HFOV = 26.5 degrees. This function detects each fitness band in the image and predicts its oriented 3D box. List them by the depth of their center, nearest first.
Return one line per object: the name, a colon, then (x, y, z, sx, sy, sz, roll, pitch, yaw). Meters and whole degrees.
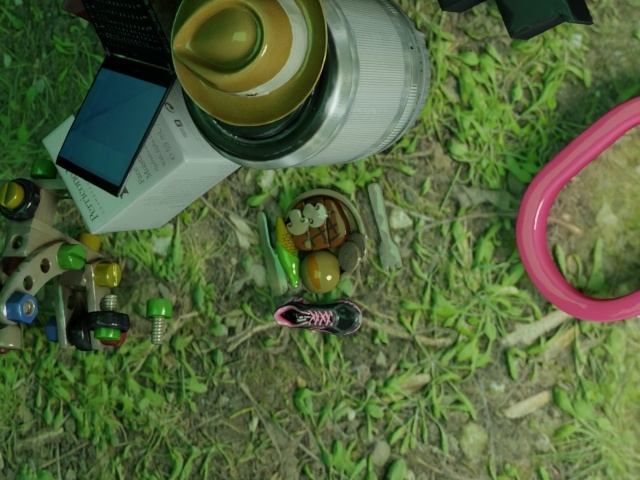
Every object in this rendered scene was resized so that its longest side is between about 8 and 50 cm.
fitness band: (0.355, -0.037, 1.533, 0.291, 0.054, 0.209, -42, 73, 24)

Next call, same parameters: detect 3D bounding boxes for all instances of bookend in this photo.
bookend: (0.208, -0.290, 1.571, 0.156, 0.072, 0.157, -24, 84, 29)

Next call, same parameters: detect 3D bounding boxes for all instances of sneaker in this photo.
sneaker: (-0.006, 0.099, 1.733, 0.119, 0.057, 0.047, 2, 94, 27)

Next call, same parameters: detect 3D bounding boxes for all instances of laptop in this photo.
laptop: (-0.275, -0.215, 1.586, 0.234, 0.137, 0.264, 24, 142, 58)

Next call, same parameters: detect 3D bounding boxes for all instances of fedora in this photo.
fedora: (-0.089, -0.209, 1.420, 0.194, 0.079, 0.194, 3, 96, 28)

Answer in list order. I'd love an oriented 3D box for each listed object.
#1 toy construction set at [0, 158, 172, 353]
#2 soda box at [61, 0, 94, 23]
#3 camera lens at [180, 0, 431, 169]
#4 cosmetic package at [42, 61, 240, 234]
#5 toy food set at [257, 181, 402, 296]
toy construction set: (-0.384, 0.025, 1.870, 0.309, 0.257, 0.237, -14, 69, 51)
soda box: (-0.234, -0.397, 1.696, 0.083, 0.092, 0.263, 24, 114, -9)
camera lens: (-0.015, -0.195, 1.584, 0.219, 0.274, 0.219, 3, 96, 27)
cosmetic package: (-0.227, -0.119, 1.774, 0.184, 0.151, 0.151, -36, 77, 26)
toy food set: (0.000, 0.000, 1.729, 0.192, 0.038, 0.132, -15, 88, 28)
